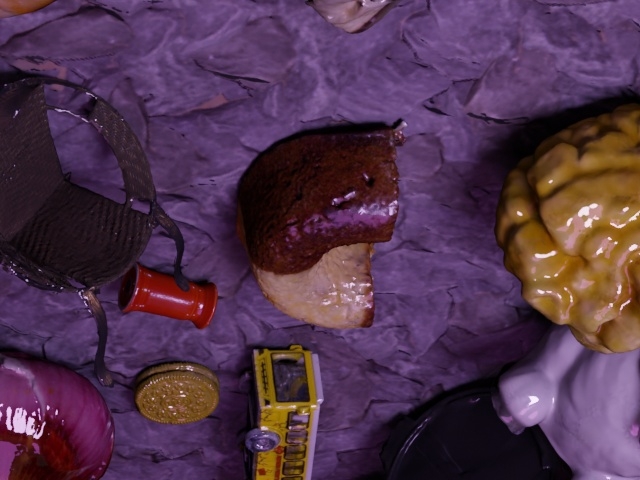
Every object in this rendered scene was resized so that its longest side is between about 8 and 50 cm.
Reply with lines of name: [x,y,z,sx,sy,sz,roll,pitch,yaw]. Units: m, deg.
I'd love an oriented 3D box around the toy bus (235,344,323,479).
toy bus: [-0.043,0.198,1.932,0.074,0.081,0.226,-2,140,-6]

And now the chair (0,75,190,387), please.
chair: [-0.207,-0.016,1.594,0.149,0.174,0.213,22,142,22]

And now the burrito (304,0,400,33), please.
burrito: [0.066,-0.276,1.364,0.175,0.107,0.348,6,144,-37]

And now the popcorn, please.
popcorn: [0.265,-0.004,1.634,0.226,0.203,0.200,10,145,-31]

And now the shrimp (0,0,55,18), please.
shrimp: [-0.261,-0.258,1.388,0.152,0.063,0.287,-1,143,13]

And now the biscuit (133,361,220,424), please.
biscuit: [-0.138,0.147,1.906,0.084,0.023,0.084,-3,140,-3]

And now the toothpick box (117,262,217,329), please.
toothpick box: [-0.136,0.051,1.773,0.083,0.047,0.047,16,136,-24]

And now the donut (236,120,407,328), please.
donut: [0.000,0.000,1.698,0.141,0.085,0.217,-2,142,-5]

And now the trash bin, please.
trash bin: [0.223,0.297,1.979,0.252,0.203,0.301,20,165,47]

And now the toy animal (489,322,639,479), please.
toy animal: [0.344,0.098,1.761,0.357,0.258,0.194,-35,105,28]

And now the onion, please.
onion: [-0.303,0.208,1.855,0.230,0.163,0.230,-8,136,-8]
